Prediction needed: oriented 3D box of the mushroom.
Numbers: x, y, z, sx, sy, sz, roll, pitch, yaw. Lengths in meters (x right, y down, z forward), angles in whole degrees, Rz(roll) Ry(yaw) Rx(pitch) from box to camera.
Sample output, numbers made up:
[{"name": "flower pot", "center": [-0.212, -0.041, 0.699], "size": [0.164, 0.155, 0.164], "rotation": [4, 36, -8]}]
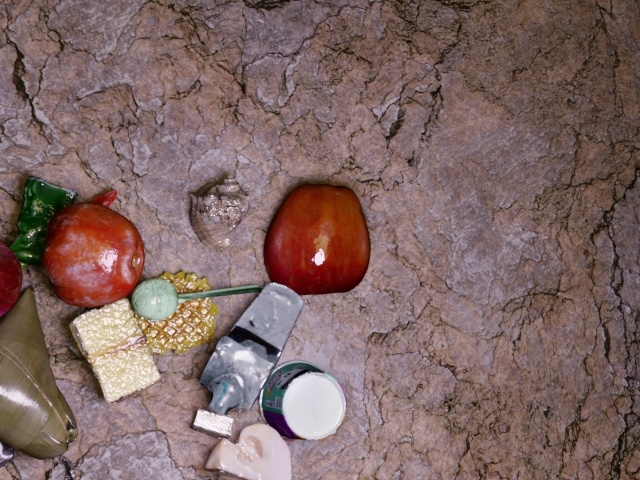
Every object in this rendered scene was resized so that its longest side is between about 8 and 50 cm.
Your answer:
[{"name": "mushroom", "center": [-0.212, 0.638, 1.799], "size": [0.236, 0.162, 0.173], "rotation": [29, 46, -16]}]

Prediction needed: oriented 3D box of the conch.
[{"name": "conch", "center": [-0.311, -0.084, 1.899], "size": [0.178, 0.163, 0.245], "rotation": [10, 95, 16]}]

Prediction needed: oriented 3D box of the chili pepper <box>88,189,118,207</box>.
[{"name": "chili pepper", "center": [-0.665, -0.086, 1.805], "size": [0.191, 0.059, 0.050], "rotation": [-42, 131, -17]}]

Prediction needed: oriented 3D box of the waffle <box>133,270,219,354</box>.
[{"name": "waffle", "center": [-0.428, 0.214, 1.834], "size": [0.254, 0.052, 0.245], "rotation": [-7, 82, -21]}]

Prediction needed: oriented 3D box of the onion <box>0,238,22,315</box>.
[{"name": "onion", "center": [-0.912, 0.095, 1.586], "size": [0.276, 0.276, 0.276], "rotation": [3, 80, -18]}]

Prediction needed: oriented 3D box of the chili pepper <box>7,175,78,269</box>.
[{"name": "chili pepper", "center": [-0.795, -0.033, 1.731], "size": [0.136, 0.099, 0.271], "rotation": [26, 68, -32]}]

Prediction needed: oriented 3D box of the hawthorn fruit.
[{"name": "hawthorn fruit", "center": [-0.622, 0.043, 1.694], "size": [0.284, 0.284, 0.285], "rotation": [3, 80, -18]}]

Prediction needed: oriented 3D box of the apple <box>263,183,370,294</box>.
[{"name": "apple", "center": [0.000, 0.000, 1.981], "size": [0.328, 0.295, 0.365], "rotation": [19, 72, -54]}]

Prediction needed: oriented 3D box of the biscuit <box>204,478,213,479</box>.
[{"name": "biscuit", "center": [-0.389, 0.836, 1.733], "size": [0.290, 0.062, 0.237], "rotation": [-19, 86, -22]}]

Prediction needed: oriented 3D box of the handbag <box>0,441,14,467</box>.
[{"name": "handbag", "center": [-0.957, 0.476, 1.595], "size": [0.191, 0.075, 0.332], "rotation": [-34, 92, -22]}]

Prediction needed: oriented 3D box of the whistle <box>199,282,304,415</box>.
[{"name": "whistle", "center": [-0.195, 0.308, 1.791], "size": [0.168, 0.188, 0.405], "rotation": [28, 82, 4]}]

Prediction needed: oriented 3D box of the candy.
[{"name": "candy", "center": [-0.332, 0.161, 1.819], "size": [0.439, 0.119, 0.119], "rotation": [-2, 81, -33]}]

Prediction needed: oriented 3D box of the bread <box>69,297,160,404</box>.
[{"name": "bread", "center": [-0.579, 0.316, 1.722], "size": [0.178, 0.141, 0.266], "rotation": [-20, 82, -51]}]

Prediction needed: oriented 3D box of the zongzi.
[{"name": "zongzi", "center": [-0.734, 0.392, 1.669], "size": [0.447, 0.181, 0.418], "rotation": [47, 39, -25]}]

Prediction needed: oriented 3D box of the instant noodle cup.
[{"name": "instant noodle cup", "center": [-0.045, 0.482, 1.840], "size": [0.251, 0.190, 0.251], "rotation": [3, 80, -18]}]

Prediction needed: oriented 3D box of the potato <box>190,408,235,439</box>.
[{"name": "potato", "center": [-0.315, 0.534, 1.802], "size": [0.122, 0.086, 0.061], "rotation": [20, 61, -13]}]
